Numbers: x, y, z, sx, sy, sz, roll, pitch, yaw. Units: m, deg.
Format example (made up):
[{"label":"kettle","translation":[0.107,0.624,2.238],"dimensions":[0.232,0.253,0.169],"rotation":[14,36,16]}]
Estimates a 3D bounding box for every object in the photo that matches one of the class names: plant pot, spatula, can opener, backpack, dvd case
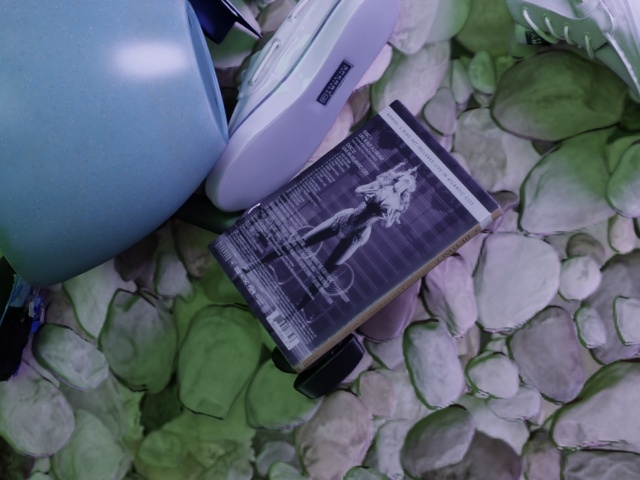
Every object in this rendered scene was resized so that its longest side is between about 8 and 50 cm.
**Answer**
[{"label":"plant pot","translation":[-0.192,-0.123,1.193],"dimensions":[0.195,0.290,0.290],"rotation":[-16,77,3]},{"label":"spatula","translation":[-0.190,-0.054,1.335],"dimensions":[0.296,0.030,0.084],"rotation":[21,90,20]},{"label":"can opener","translation":[0.028,0.058,1.238],"dimensions":[0.186,0.073,0.059],"rotation":[-49,33,2]},{"label":"backpack","translation":[-0.343,0.037,1.327],"dimensions":[0.158,0.117,0.173],"rotation":[20,89,21]},{"label":"dvd case","translation":[0.026,-0.008,1.184],"dimensions":[0.221,0.018,0.164],"rotation":[-38,52,-1]}]

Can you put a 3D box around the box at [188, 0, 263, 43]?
[{"label":"box","translation":[-0.165,-0.262,1.302],"dimensions":[0.225,0.136,0.036],"rotation":[36,90,20]}]

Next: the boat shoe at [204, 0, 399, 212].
[{"label":"boat shoe","translation":[-0.030,-0.144,1.273],"dimensions":[0.258,0.095,0.084],"rotation":[-50,56,1]}]

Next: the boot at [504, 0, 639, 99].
[{"label":"boot","translation":[0.235,-0.191,1.190],"dimensions":[0.123,0.095,0.258],"rotation":[-24,66,20]}]

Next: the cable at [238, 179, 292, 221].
[{"label":"cable","translation":[0.000,0.000,1.231],"dimensions":[0.184,0.047,0.151],"rotation":[-18,56,12]}]
